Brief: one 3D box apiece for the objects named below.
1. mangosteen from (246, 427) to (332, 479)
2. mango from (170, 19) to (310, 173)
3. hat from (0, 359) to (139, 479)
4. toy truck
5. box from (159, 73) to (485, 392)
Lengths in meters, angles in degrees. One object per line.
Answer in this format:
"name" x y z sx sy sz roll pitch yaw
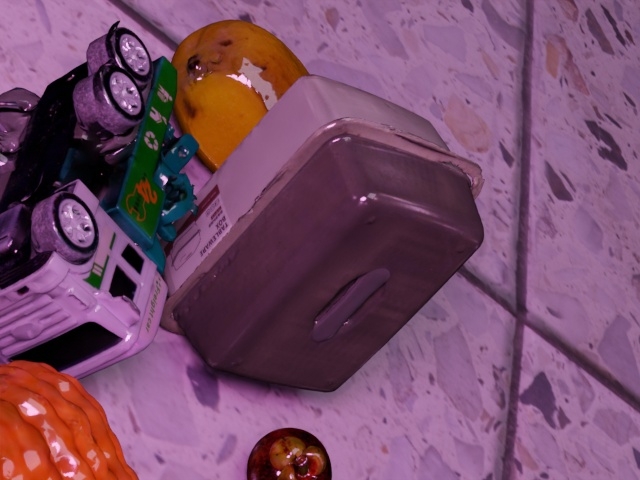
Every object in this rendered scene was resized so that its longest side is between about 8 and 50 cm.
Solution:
"mangosteen" -0.025 0.210 1.496 0.081 0.081 0.081 30 40 -29
"mango" -0.051 -0.112 1.712 0.262 0.130 0.167 55 29 -7
"hat" -0.217 0.298 1.092 0.285 0.285 0.400 -31 100 -55
"toy truck" -0.203 -0.038 1.437 0.178 0.176 0.363 49 31 -27
"box" 0.000 0.000 1.532 0.220 0.290 0.166 16 37 -42
